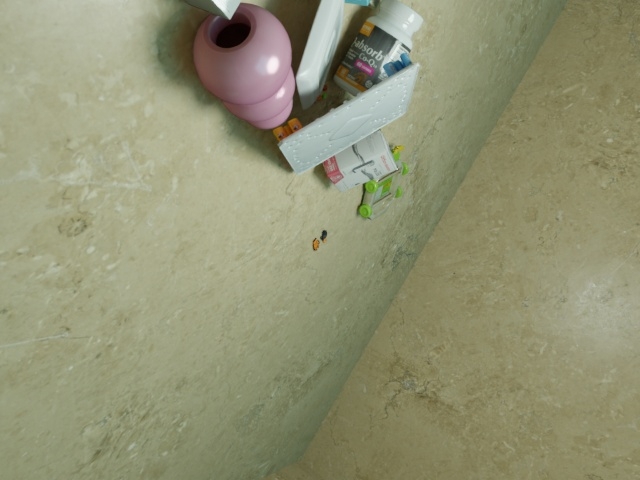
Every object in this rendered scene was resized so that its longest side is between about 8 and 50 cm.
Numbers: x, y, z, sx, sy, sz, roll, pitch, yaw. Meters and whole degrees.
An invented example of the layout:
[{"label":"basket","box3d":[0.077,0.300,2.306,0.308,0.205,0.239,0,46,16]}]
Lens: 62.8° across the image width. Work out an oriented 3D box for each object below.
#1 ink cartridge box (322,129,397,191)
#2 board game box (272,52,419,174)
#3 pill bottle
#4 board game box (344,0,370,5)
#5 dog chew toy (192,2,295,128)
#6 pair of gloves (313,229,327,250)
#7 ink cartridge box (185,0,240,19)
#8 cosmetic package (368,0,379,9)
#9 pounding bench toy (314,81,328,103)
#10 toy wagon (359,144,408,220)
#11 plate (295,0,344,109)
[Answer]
[{"label":"ink cartridge box","box3d":[0.132,-0.264,1.767,0.218,0.092,0.158,-23,158,13]},{"label":"board game box","box3d":[0.071,-0.330,1.442,0.390,0.050,0.390,-30,175,2]},{"label":"pill bottle","box3d":[0.169,-0.549,1.532,0.278,0.162,0.162,-58,156,17]},{"label":"board game box","box3d":[0.133,-0.784,1.260,0.335,0.079,0.253,-63,158,-22]},{"label":"dog chew toy","box3d":[-0.148,-0.363,1.171,0.206,0.207,0.332,-55,162,-8]},{"label":"pair of gloves","box3d":[0.000,0.000,2.042,0.083,0.010,0.074,-47,152,-25]},{"label":"ink cartridge box","box3d":[-0.188,-0.526,0.988,0.175,0.128,0.072,-60,152,0]},{"label":"cosmetic package","box3d":[0.132,-0.706,1.468,0.060,0.041,0.115,-60,155,6]},{"label":"pounding bench toy","box3d":[-0.017,-0.414,1.491,0.052,0.065,0.083,-39,149,-37]},{"label":"toy wagon","box3d":[0.272,-0.250,2.193,0.267,0.068,0.344,-32,143,-44]},{"label":"plate","box3d":[0.007,-0.484,1.305,0.278,0.045,0.277,49,58,-89]}]
